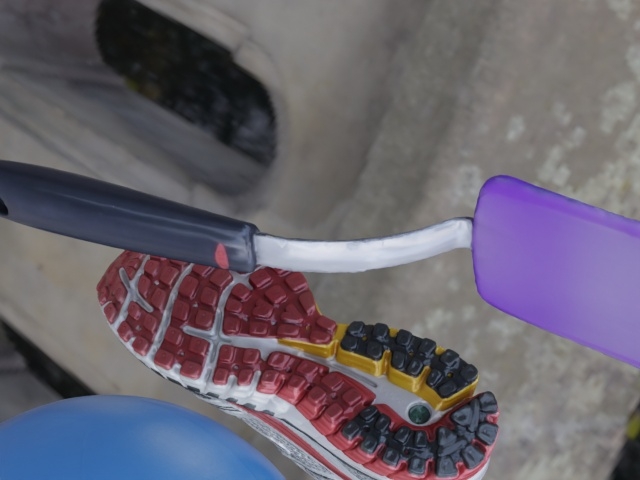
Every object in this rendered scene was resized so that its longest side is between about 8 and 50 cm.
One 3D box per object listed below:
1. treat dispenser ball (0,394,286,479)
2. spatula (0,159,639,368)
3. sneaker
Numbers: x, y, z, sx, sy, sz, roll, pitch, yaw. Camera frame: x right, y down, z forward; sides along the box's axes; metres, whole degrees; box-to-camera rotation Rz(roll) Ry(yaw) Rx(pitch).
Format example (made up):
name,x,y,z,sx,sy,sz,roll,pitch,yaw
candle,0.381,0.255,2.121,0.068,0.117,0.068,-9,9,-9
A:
name,x,y,z,sx,sy,sz,roll,pitch,yaw
treat dispenser ball,-0.134,0.241,1.035,0.288,0.288,0.288,-25,131,-32
spatula,0.000,0.000,0.624,0.084,0.296,0.030,86,16,-51
sneaker,-0.019,0.072,0.829,0.088,0.225,0.093,-49,159,-26
